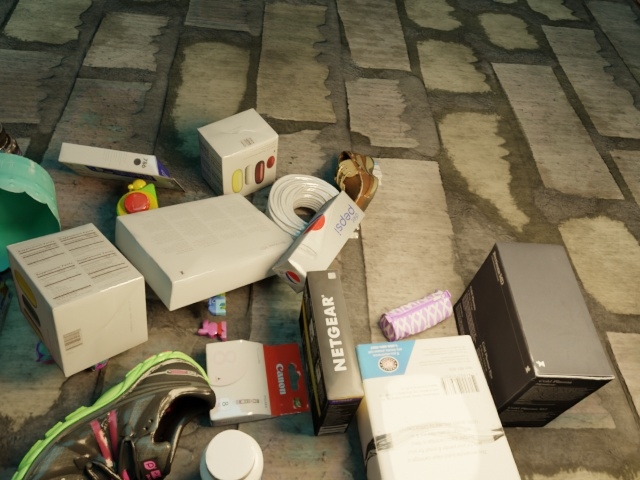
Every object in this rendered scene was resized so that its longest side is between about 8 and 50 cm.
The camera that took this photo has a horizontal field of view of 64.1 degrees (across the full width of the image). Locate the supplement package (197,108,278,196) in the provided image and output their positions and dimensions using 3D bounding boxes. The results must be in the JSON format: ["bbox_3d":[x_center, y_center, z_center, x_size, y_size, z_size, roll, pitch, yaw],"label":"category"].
[{"bbox_3d":[-0.251,-0.256,1.569,0.194,0.203,0.149,-28,62,-25],"label":"supplement package"}]

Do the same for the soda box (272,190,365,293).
[{"bbox_3d":[0.000,0.000,1.345,0.098,0.091,0.286,46,54,-11],"label":"soda box"}]

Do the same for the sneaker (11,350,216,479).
[{"bbox_3d":[-0.408,0.426,1.026,0.202,0.185,0.483,26,54,27],"label":"sneaker"}]

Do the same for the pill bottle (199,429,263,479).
[{"bbox_3d":[-0.176,0.457,1.022,0.124,0.222,0.124,4,52,-5],"label":"pill bottle"}]

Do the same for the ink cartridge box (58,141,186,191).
[{"bbox_3d":[-0.571,-0.214,1.513,0.332,0.165,0.065,10,81,-2],"label":"ink cartridge box"}]

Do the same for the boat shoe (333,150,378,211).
[{"bbox_3d":[0.096,-0.185,1.571,0.119,0.123,0.324,25,26,-12],"label":"boat shoe"}]

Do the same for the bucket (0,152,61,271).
[{"bbox_3d":[-0.814,-0.075,1.313,0.281,0.281,0.183,-13,47,-17],"label":"bucket"}]

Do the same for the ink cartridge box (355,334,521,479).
[{"bbox_3d":[0.238,0.432,1.136,0.285,0.166,0.395,-2,52,-9],"label":"ink cartridge box"}]

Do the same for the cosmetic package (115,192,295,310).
[{"bbox_3d":[-0.291,0.010,1.336,0.377,0.098,0.284,-17,43,-41],"label":"cosmetic package"}]

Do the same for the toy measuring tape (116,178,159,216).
[{"bbox_3d":[-0.498,-0.028,1.428,0.121,0.121,0.330,-11,67,-16],"label":"toy measuring tape"}]

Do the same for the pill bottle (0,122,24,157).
[{"bbox_3d":[-0.905,-0.227,1.441,0.122,0.219,0.123,4,52,-5],"label":"pill bottle"}]

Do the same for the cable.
[{"bbox_3d":[-0.036,-0.080,1.511,0.257,0.089,0.257,-7,59,-25],"label":"cable"}]

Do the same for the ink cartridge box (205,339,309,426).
[{"bbox_3d":[-0.154,0.330,1.230,0.232,0.066,0.189,-7,54,-8],"label":"ink cartridge box"}]

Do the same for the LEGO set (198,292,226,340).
[{"bbox_3d":[-0.295,0.142,1.332,0.093,0.087,0.227,-2,52,-10],"label":"LEGO set"}]

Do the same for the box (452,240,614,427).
[{"bbox_3d":[0.483,0.232,1.233,0.178,0.313,0.343,3,53,-6],"label":"box"}]

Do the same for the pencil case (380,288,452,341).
[{"bbox_3d":[0.259,0.199,1.368,0.206,0.088,0.086,-21,60,-21],"label":"pencil case"}]

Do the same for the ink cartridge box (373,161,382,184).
[{"bbox_3d":[0.177,-0.224,1.716,0.048,0.028,0.083,-5,54,-12],"label":"ink cartridge box"}]

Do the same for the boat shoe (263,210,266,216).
[{"bbox_3d":[-0.153,-0.069,1.544,0.042,0.049,0.133,39,44,-14],"label":"boat shoe"}]

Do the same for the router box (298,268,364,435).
[{"bbox_3d":[0.014,0.260,1.188,0.080,0.243,0.309,-3,54,-10],"label":"router box"}]

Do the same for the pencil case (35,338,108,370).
[{"bbox_3d":[-0.585,0.264,1.210,0.151,0.064,0.070,9,72,-1],"label":"pencil case"}]

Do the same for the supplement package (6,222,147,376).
[{"bbox_3d":[-0.556,0.126,1.178,0.198,0.199,0.262,-22,44,-40],"label":"supplement package"}]

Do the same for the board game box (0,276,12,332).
[{"bbox_3d":[-0.799,0.206,1.117,0.078,0.233,0.347,0,53,-8],"label":"board game box"}]
